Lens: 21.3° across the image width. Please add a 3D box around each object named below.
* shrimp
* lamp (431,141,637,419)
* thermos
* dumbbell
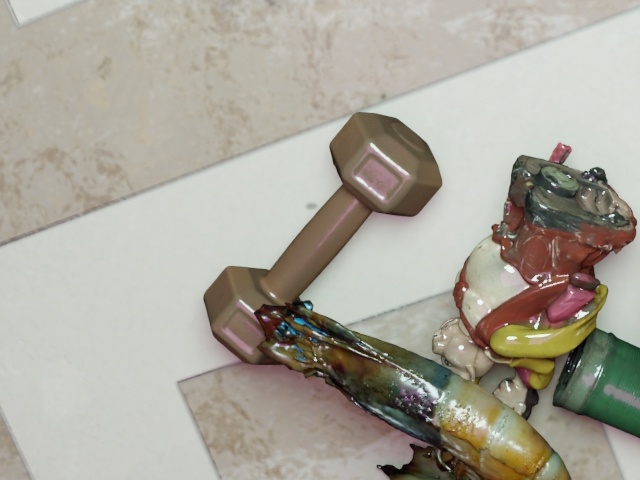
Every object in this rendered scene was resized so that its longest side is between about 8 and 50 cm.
[{"bbox_3d":[0.064,0.146,1.359,0.290,0.222,0.054,32,66,1],"label":"shrimp"},{"bbox_3d":[0.153,0.054,1.339,0.118,0.118,0.253,27,123,2],"label":"lamp"},{"bbox_3d":[0.283,0.140,1.359,0.187,0.073,0.083,23,108,4],"label":"thermos"},{"bbox_3d":[0.000,0.000,1.369,0.092,0.082,0.231,40,110,-3],"label":"dumbbell"}]
